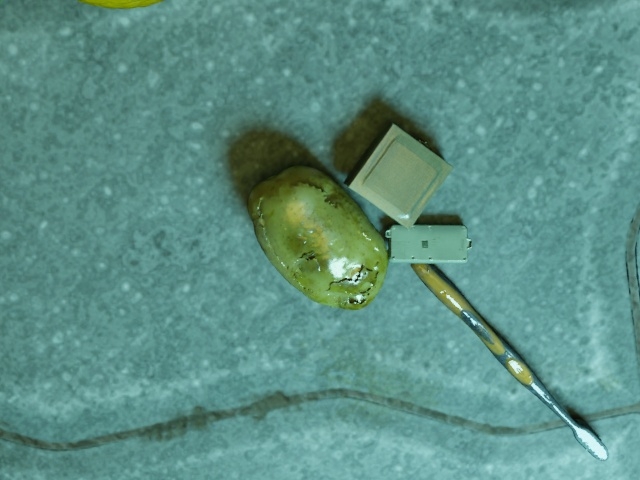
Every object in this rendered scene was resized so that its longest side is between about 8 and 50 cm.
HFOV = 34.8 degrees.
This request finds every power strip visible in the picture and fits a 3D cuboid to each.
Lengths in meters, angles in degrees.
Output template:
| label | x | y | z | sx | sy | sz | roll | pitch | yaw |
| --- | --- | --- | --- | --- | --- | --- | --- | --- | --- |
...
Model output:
| label | x | y | z | sx | sy | sz | roll | pitch | yaw |
| --- | --- | --- | --- | --- | --- | --- | --- | --- | --- |
| power strip | 0.111 | 0.004 | 1.056 | 0.090 | 0.016 | 0.040 | 1 | 81 | -1 |

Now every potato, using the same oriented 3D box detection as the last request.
| label | x | y | z | sx | sy | sz | roll | pitch | yaw |
| --- | --- | --- | --- | --- | --- | --- | --- | --- | --- |
| potato | 0.000 | 0.000 | 1.028 | 0.107 | 0.080 | 0.170 | -36 | 105 | -3 |

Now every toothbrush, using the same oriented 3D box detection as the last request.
| label | x | y | z | sx | sy | sz | roll | pitch | yaw |
| --- | --- | --- | --- | --- | --- | --- | --- | --- | --- |
| toothbrush | 0.208 | 0.131 | 1.102 | 0.023 | 0.031 | 0.321 | -43 | 105 | 9 |

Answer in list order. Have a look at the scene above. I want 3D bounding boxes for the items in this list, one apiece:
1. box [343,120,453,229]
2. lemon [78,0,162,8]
| label | x | y | z | sx | sy | sz | roll | pitch | yaw |
| --- | --- | --- | --- | --- | --- | --- | --- | --- | --- |
| box | 0.079 | -0.067 | 1.023 | 0.079 | 0.035 | 0.083 | 36 | 94 | -12 |
| lemon | -0.168 | -0.274 | 0.893 | 0.187 | 0.142 | 0.142 | -12 | 116 | -43 |
